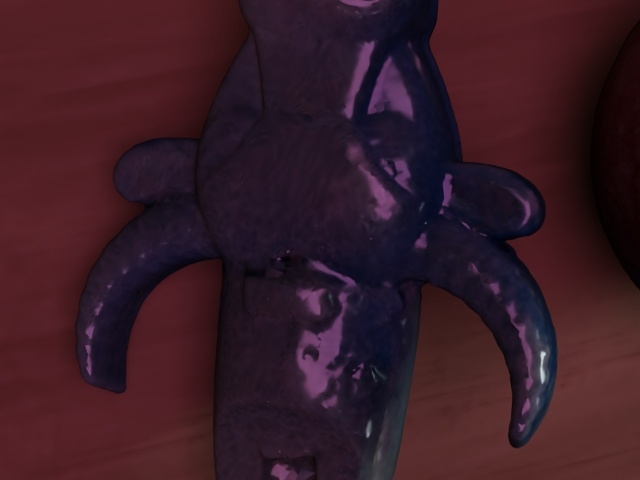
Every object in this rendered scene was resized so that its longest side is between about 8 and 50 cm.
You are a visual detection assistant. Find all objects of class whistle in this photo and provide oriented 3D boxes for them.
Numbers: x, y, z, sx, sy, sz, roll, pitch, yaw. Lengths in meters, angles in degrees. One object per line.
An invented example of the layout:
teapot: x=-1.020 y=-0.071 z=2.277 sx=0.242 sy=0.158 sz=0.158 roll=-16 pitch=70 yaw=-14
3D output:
whistle: x=0.000 y=0.000 z=0.558 sx=0.180 sy=0.093 sz=0.269 roll=4 pitch=91 yaw=15

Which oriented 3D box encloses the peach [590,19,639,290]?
peach: x=0.179 y=-0.024 z=0.566 sx=0.152 sy=0.152 sz=0.152 roll=0 pitch=91 yaw=-9
